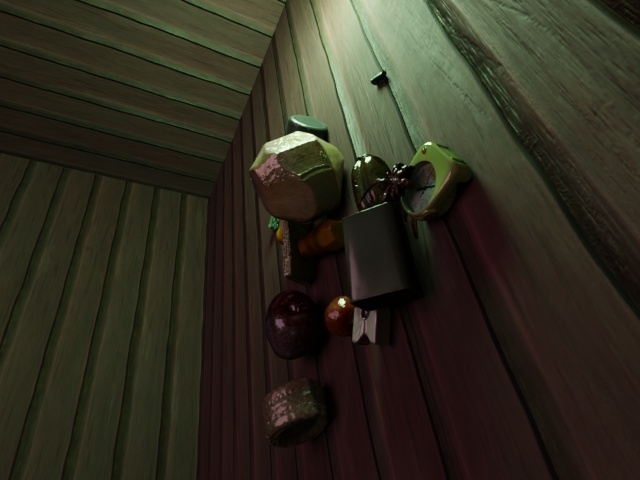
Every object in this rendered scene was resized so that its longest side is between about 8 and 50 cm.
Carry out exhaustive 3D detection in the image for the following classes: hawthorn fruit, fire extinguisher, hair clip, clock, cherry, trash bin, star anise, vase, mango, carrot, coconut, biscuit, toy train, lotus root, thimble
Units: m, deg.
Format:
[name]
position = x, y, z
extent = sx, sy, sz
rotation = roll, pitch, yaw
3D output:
[hawthorn fruit]
position = 0.079, 0.230, 1.276
extent = 0.140, 0.125, 0.125
rotation = -32, 51, 42
[fire extinguisher]
position = 0.207, -0.559, 1.451
extent = 0.083, 0.025, 0.038
rotation = -7, 111, 64
[hair clip]
position = 0.149, 0.128, 1.194
extent = 0.101, 0.085, 0.331
rotation = -9, 66, 42
[clock]
position = 0.271, -0.122, 1.075
extent = 0.232, 0.069, 0.170
rotation = -65, 29, 30
[cherry]
position = -0.103, 0.311, 1.521
extent = 0.230, 0.203, 0.300
rotation = 59, 141, 46
[trash bin]
position = 0.155, 0.043, 1.097
extent = 0.164, 0.122, 0.240
rotation = -18, 64, 24
[star anise]
position = 0.173, -0.138, 1.117
extent = 0.191, 0.070, 0.097
rotation = -41, 53, 39
[vase]
position = -0.092, -0.373, 1.859
extent = 0.173, 0.173, 0.321
rotation = -115, 36, -52
[mango]
position = -0.108, -0.075, 1.812
extent = 0.262, 0.109, 0.157
rotation = -58, 45, 39
[carrot]
position = 0.000, 0.000, 1.545
extent = 0.302, 0.114, 0.114
rotation = 153, 124, -61
[coconut]
position = -0.070, -0.235, 1.572
extent = 0.352, 0.352, 0.352
rotation = -37, 47, 55
[biscuit]
position = -0.096, 0.044, 1.669
extent = 0.052, 0.150, 0.252
rotation = -16, 64, 29
[toy train]
position = -0.232, -0.124, 2.174
extent = 0.071, 0.038, 0.148
rotation = 29, 105, 64
[lotus root]
position = 0.160, -0.155, 1.263
extent = 0.124, 0.123, 0.241
rotation = -24, 50, 26
[thimble]
position = -0.080, 0.570, 1.383
extent = 0.229, 0.196, 0.148
rotation = -34, 45, 16
